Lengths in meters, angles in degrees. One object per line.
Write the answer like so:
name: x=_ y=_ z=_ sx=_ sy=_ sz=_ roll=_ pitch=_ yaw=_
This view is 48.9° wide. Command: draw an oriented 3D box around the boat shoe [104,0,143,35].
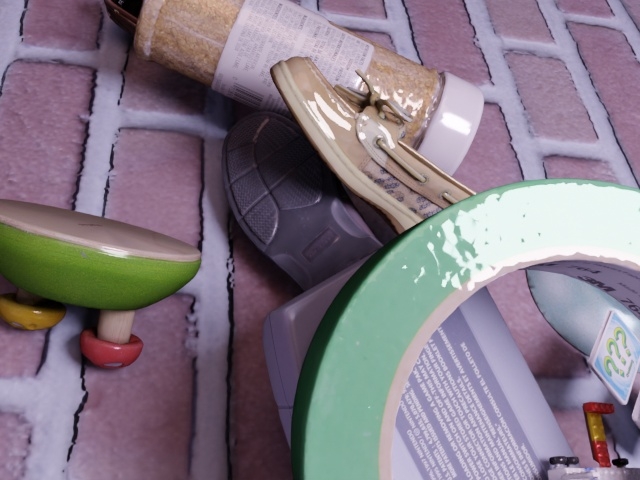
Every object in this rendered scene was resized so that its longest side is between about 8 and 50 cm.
boat shoe: x=-0.157 y=-0.249 z=0.818 sx=0.206 sy=0.073 sz=0.073 roll=18 pitch=83 yaw=4

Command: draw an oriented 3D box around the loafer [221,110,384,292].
loafer: x=0.000 y=0.000 z=0.679 sx=0.109 sy=0.095 sz=0.302 roll=-36 pitch=59 yaw=-1

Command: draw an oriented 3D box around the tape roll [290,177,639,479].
tape roll: x=0.144 y=0.126 z=0.428 sx=0.321 sy=0.077 sz=0.321 roll=1 pitch=83 yaw=-8

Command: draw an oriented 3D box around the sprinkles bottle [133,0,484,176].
sprinkles bottle: x=-0.010 y=-0.176 z=0.743 sx=0.355 sy=0.121 sz=0.121 roll=23 pitch=50 yaw=-8

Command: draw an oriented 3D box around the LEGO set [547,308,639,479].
LEGO set: x=0.268 y=0.188 z=0.556 sx=0.182 sy=0.060 sz=0.244 roll=49 pitch=50 yaw=-7

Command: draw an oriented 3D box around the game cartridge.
game cartridge: x=0.085 y=0.152 z=0.516 sx=0.198 sy=0.062 sz=0.297 roll=-27 pitch=90 yaw=-28

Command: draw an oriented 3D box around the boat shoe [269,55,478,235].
boat shoe: x=0.071 y=-0.075 z=0.654 sx=0.285 sy=0.089 sz=0.105 roll=42 pitch=16 yaw=-26

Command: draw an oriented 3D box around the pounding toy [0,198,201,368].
pounding toy: x=-0.215 y=0.037 z=0.558 sx=0.183 sy=0.110 sz=0.236 roll=17 pitch=4 yaw=38

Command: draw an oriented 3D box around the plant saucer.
plant saucer: x=0.316 y=0.044 z=0.741 sx=0.194 sy=0.037 sz=0.195 roll=7 pitch=51 yaw=-9
